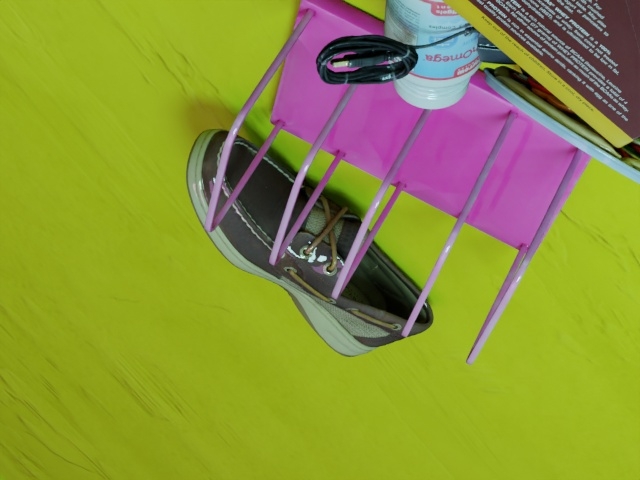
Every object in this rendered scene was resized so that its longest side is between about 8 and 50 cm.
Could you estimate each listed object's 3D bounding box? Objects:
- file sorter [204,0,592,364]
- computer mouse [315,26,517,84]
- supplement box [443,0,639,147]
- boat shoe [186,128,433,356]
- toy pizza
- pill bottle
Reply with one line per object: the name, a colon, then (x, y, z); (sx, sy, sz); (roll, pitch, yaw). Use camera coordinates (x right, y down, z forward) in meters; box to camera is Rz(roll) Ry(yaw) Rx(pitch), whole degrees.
file sorter: (0.064, -0.046, 1.465); (0.291, 0.182, 0.202); (27, 149, 5)
computer mouse: (0.115, -0.152, 1.263); (0.242, 0.041, 0.071); (-14, 149, -9)
supplement box: (0.225, -0.198, 1.152); (0.191, 0.129, 0.194); (38, 149, -13)
boat shoe: (0.000, 0.000, 1.662); (0.123, 0.123, 0.342); (-10, 136, 37)
toy pizza: (0.222, -0.094, 1.311); (0.201, 0.032, 0.201); (29, -167, -7)
pill bottle: (0.096, -0.182, 1.329); (0.087, 0.087, 0.160); (22, 149, 14)
